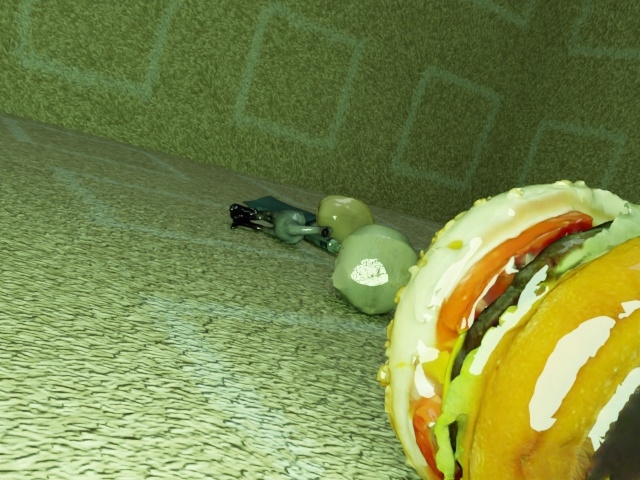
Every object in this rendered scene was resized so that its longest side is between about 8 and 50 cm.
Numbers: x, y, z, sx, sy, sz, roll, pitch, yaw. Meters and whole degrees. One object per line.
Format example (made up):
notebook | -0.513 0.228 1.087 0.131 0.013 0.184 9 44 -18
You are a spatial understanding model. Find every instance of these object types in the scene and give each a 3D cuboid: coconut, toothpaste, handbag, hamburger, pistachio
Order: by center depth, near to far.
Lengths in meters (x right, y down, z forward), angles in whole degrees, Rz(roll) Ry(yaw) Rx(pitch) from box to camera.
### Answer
hamburger | 0.223 0.120 0.580 0.330 0.330 0.250 13 14 -26
coconut | 0.101 0.064 1.279 0.161 0.162 0.161 18 -21 7
toothpaste | 0.000 0.000 1.859 0.062 0.037 0.216 22 1 -34
pistachio | 0.076 -0.043 1.882 0.200 0.145 0.117 40 27 -14
handbag | -0.121 -0.076 2.073 0.221 0.057 0.144 24 18 31

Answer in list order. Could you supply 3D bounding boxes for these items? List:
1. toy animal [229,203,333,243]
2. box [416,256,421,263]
toy animal | -0.081 -0.034 1.736 0.324 0.090 0.195 11 11 28
box | 0.268 0.101 1.299 0.090 0.144 0.201 -5 -8 35
